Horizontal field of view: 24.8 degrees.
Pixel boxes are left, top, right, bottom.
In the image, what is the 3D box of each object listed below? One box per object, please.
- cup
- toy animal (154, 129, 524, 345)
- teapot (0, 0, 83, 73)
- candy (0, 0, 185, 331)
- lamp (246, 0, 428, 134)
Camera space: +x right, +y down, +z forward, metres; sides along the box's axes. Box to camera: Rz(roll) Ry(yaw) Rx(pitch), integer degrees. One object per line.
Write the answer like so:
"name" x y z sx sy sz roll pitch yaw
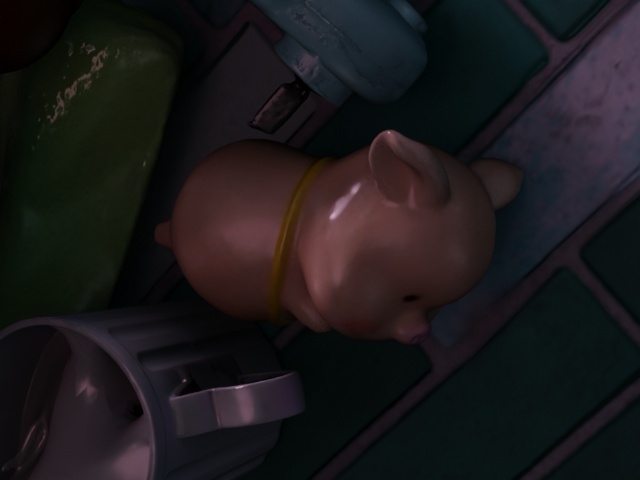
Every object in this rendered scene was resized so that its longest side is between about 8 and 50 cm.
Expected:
"cup" -0.113 0.134 1.056 0.221 0.202 0.167 21 105 25
"toy animal" 0.001 -0.001 0.999 0.248 0.165 0.149 -6 95 28
"teapot" -0.205 -0.216 0.991 0.252 0.135 0.178 -34 77 58
"candy" -0.211 -0.023 1.143 0.132 0.142 0.343 18 106 -10
"lamp" -0.036 -0.208 0.984 0.147 0.209 0.284 -28 98 9
